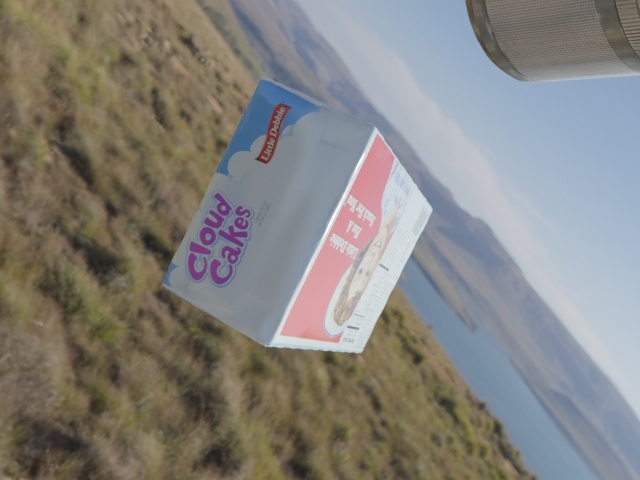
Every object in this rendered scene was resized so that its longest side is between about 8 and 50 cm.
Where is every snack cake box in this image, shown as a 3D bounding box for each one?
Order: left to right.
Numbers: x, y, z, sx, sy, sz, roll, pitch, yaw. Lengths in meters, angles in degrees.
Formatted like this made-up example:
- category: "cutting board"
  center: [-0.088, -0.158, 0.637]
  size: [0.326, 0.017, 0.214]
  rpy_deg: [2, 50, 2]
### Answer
- category: "snack cake box"
  center: [0.000, 0.000, 0.614]
  size: [0.089, 0.152, 0.264]
  rpy_deg: [27, -1, 18]

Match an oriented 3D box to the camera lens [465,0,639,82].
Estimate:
- category: "camera lens"
  center: [0.303, -0.278, 0.815]
  size: [0.274, 0.219, 0.219]
  rpy_deg: [8, -30, 48]
